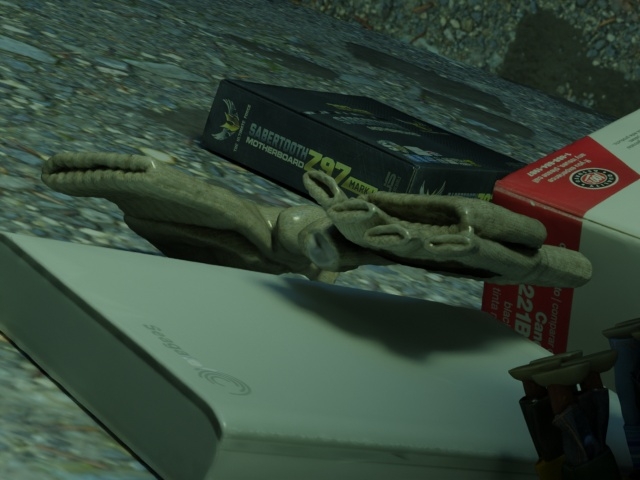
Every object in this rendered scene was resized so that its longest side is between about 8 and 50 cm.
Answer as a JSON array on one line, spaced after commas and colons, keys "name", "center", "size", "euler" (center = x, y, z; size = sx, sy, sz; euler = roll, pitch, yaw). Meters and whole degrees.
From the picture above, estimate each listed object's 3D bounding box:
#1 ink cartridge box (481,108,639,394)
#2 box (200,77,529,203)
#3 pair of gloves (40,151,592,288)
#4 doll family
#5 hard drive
[{"name": "ink cartridge box", "center": [0.259, 0.028, 1.070], "size": [0.273, 0.114, 0.197], "euler": [21, 31, 34]}, {"name": "box", "center": [0.046, -0.063, 1.450], "size": [0.183, 0.059, 0.233], "euler": [25, 12, 29]}, {"name": "pair of gloves", "center": [0.000, 0.000, 0.957], "size": [0.240, 0.042, 0.204], "euler": [6, -8, 23]}, {"name": "doll family", "center": [0.129, 0.095, 0.772], "size": [0.076, 0.111, 0.193], "euler": [-16, 0, 39]}, {"name": "hard drive", "center": [0.018, 0.067, 0.867], "size": [0.307, 0.040, 0.203], "euler": [11, 15, -40]}]
